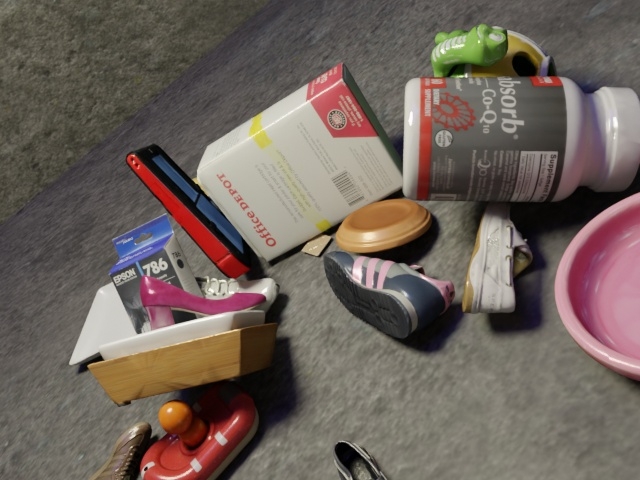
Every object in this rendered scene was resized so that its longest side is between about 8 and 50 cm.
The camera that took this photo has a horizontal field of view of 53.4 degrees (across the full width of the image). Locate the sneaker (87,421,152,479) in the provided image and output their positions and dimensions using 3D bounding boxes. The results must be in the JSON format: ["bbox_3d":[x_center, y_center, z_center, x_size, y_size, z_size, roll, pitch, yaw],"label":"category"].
[{"bbox_3d":[-0.387,0.451,1.254,0.071,0.066,0.188,29,76,37],"label":"sneaker"}]

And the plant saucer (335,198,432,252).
[{"bbox_3d":[0.124,-0.036,1.288,0.199,0.037,0.200,-15,21,6],"label":"plant saucer"}]

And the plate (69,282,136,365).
[{"bbox_3d":[-0.513,0.189,1.681,0.277,0.045,0.277,-24,35,21],"label":"plate"}]

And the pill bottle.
[{"bbox_3d":[0.322,-0.170,1.072,0.362,0.210,0.210,1,44,7],"label":"pill bottle"}]

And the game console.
[{"bbox_3d":[-0.287,-0.081,1.450,0.060,0.342,0.386,-39,13,0],"label":"game console"}]

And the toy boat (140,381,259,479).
[{"bbox_3d":[-0.234,0.341,1.141,0.231,0.151,0.151,-47,34,-13],"label":"toy boat"}]

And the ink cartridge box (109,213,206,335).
[{"bbox_3d":[-0.337,0.126,1.357,0.165,0.333,0.065,-24,1,23],"label":"ink cartridge box"}]

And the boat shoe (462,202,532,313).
[{"bbox_3d":[0.306,0.026,1.072,0.096,0.098,0.277,10,43,16],"label":"boat shoe"}]

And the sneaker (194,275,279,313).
[{"bbox_3d":[-0.226,0.136,1.396,0.296,0.129,0.111,-19,30,24],"label":"sneaker"}]

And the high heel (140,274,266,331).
[{"bbox_3d":[-0.235,0.105,1.281,0.243,0.117,0.082,-11,-7,-13],"label":"high heel"}]

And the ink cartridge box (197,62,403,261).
[{"bbox_3d":[-0.042,-0.170,1.437,0.384,0.279,0.160,-28,26,16],"label":"ink cartridge box"}]

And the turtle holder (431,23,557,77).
[{"bbox_3d":[0.332,-0.316,1.242,0.227,0.320,0.243,6,49,29],"label":"turtle holder"}]

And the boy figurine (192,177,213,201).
[{"bbox_3d":[-0.320,-0.097,1.794,0.177,0.092,0.285,-62,27,14],"label":"boy figurine"}]

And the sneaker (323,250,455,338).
[{"bbox_3d":[0.119,0.082,1.185,0.131,0.112,0.319,-23,26,-21],"label":"sneaker"}]

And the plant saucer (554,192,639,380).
[{"bbox_3d":[0.492,0.060,0.851,0.332,0.084,0.332,-25,35,19],"label":"plant saucer"}]

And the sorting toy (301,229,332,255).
[{"bbox_3d":[0.000,0.000,1.449,0.062,0.012,0.083,14,59,47],"label":"sorting toy"}]

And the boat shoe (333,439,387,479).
[{"bbox_3d":[0.070,0.366,0.903,0.075,0.065,0.206,-38,34,0],"label":"boat shoe"}]

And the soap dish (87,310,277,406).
[{"bbox_3d":[-0.240,0.216,1.187,0.290,0.229,0.118,-14,82,10],"label":"soap dish"}]
